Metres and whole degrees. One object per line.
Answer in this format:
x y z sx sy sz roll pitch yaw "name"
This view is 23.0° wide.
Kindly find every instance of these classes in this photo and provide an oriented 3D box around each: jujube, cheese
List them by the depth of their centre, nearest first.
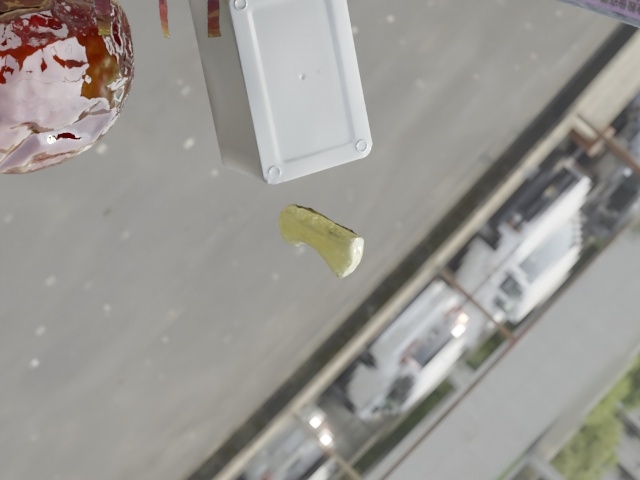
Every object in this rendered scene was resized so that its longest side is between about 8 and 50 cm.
0.000 0.000 1.337 0.030 0.083 0.044 -21 130 -50 "cheese"
-0.389 -0.215 1.906 0.377 0.276 0.276 -20 152 -48 "jujube"

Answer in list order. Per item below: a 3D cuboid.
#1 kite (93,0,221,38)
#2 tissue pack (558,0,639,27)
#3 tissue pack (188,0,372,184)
-0.170 -0.371 1.573 0.204 0.360 0.022 3 167 -12 "kite"
0.282 -0.293 1.562 0.259 0.361 0.122 -16 126 -51 "tissue pack"
-0.048 -0.212 1.949 0.159 0.246 0.136 -17 -161 -21 "tissue pack"
